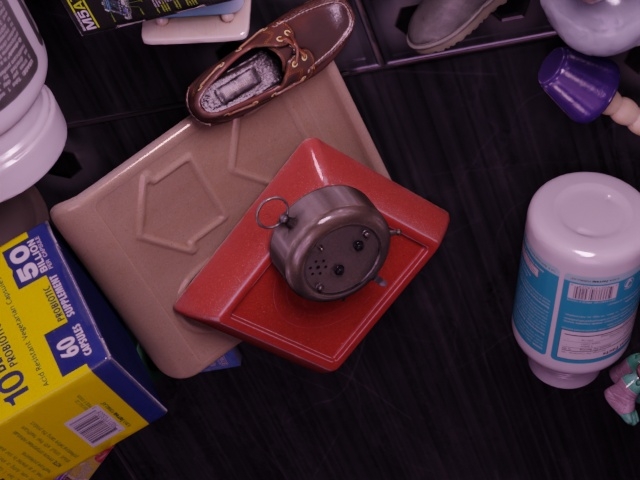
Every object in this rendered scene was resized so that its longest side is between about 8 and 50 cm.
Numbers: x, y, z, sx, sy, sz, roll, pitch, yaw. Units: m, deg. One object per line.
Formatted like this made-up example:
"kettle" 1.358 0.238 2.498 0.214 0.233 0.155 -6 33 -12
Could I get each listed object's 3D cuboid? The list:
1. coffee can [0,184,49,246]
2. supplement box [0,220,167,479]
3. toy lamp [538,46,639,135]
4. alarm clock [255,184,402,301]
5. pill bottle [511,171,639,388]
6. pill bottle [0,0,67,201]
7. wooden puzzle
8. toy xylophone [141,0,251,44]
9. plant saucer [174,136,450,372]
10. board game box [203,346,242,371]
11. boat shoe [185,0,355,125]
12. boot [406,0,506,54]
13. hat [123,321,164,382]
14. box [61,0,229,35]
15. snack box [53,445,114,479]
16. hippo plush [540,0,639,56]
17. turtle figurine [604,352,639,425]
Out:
"coffee can" -0.454 0.052 2.054 0.201 0.202 0.275 17 135 -11
"supplement box" -0.386 0.173 1.893 0.356 0.194 0.195 -30 152 1
"toy lamp" 0.356 -0.128 1.864 0.274 0.080 0.080 26 133 -23
"alarm clock" 0.000 0.000 1.870 0.192 0.064 0.129 29 107 -39
"pill bottle" 0.302 0.057 2.011 0.146 0.146 0.264 4 136 2
"pill bottle" -0.407 -0.216 1.763 0.210 0.210 0.363 -8 134 15
"wooden puzzle" -0.100 -0.037 1.944 0.347 0.080 0.322 -33 135 -4
"toy xylophone" -0.119 -0.341 1.692 0.236 0.081 0.323 -8 135 14
"plant saucer" 0.003 0.035 1.974 0.259 0.048 0.258 27 107 -41
"board game box" -0.160 0.137 2.239 0.090 0.020 0.090 -12 133 16
"boat shoe" -0.047 -0.186 1.785 0.207 0.073 0.073 -37 96 -7
"boot" 0.105 -0.303 1.711 0.189 0.076 0.208 -39 129 20
"hat" -0.270 0.073 2.092 0.183 0.208 0.173 15 102 14
"box" -0.187 -0.296 1.655 0.184 0.045 0.191 -9 135 20
"snack box" -0.385 0.244 2.323 0.207 0.070 0.174 26 122 -18
"hippo plush" 0.247 -0.306 1.597 0.234 0.294 0.236 8 156 -1
"turtle figurine" 0.440 0.114 2.022 0.234 0.175 0.118 -43 75 23
